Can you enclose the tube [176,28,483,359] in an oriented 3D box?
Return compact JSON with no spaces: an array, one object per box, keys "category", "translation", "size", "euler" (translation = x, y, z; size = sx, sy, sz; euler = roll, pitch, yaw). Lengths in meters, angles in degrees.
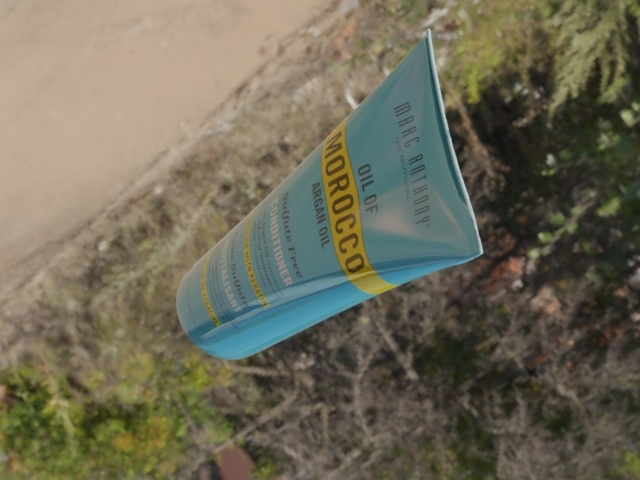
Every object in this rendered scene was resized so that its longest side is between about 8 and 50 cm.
[{"category":"tube","translation":[0.000,0.000,0.437],"size":[0.052,0.080,0.207],"euler":[-7,164,-30]}]
